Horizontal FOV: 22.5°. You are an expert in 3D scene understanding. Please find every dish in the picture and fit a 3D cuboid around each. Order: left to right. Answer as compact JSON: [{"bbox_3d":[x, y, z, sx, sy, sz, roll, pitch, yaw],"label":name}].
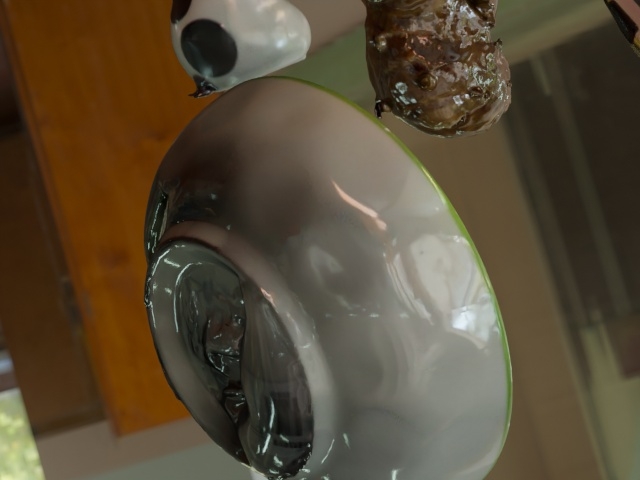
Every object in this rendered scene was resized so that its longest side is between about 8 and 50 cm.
[{"bbox_3d":[-0.030,0.060,1.087,0.124,0.324,0.324,-28,-176,-34],"label":"dish"}]

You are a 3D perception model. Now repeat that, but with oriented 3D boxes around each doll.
[{"bbox_3d":[-0.073,-0.207,1.270,0.107,0.181,0.110,-11,-178,-29],"label":"doll"}]

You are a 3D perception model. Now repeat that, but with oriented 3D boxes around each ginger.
[{"bbox_3d":[0.107,-0.279,1.737,0.176,0.418,0.254,-12,-138,12],"label":"ginger"}]

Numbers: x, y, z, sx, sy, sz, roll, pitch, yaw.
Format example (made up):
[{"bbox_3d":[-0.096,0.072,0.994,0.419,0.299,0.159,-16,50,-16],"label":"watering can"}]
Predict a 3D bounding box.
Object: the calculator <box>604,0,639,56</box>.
[{"bbox_3d":[0.322,-0.169,1.262,0.157,0.236,0.033,-23,138,-8],"label":"calculator"}]
